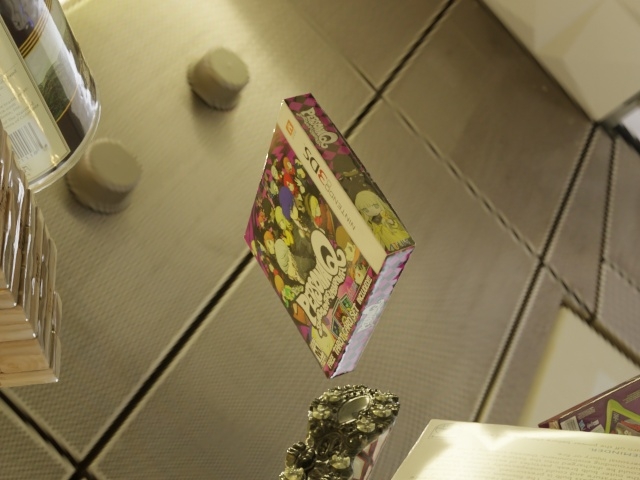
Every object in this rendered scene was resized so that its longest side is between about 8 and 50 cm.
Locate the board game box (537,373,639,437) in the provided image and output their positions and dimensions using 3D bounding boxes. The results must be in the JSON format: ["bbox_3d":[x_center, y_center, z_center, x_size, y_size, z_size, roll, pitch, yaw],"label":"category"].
[{"bbox_3d":[0.491,0.325,1.596,0.346,0.056,0.208,-14,-100,-38],"label":"board game box"}]

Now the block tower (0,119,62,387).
[{"bbox_3d":[-0.214,-0.043,0.515,0.097,0.335,0.091,-6,-127,-3],"label":"block tower"}]

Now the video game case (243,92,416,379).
[{"bbox_3d":[0.000,0.000,1.084,0.041,0.232,0.210,-17,-120,-28],"label":"video game case"}]

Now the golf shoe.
[{"bbox_3d":[0.019,0.276,1.290,0.105,0.120,0.273,13,-152,20],"label":"golf shoe"}]

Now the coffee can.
[{"bbox_3d":[-0.321,-0.184,0.876,0.201,0.275,0.202,-2,-120,4],"label":"coffee can"}]

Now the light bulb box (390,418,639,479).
[{"bbox_3d":[0.153,0.386,0.837,0.361,0.225,0.358,-36,-58,-62],"label":"light bulb box"}]
